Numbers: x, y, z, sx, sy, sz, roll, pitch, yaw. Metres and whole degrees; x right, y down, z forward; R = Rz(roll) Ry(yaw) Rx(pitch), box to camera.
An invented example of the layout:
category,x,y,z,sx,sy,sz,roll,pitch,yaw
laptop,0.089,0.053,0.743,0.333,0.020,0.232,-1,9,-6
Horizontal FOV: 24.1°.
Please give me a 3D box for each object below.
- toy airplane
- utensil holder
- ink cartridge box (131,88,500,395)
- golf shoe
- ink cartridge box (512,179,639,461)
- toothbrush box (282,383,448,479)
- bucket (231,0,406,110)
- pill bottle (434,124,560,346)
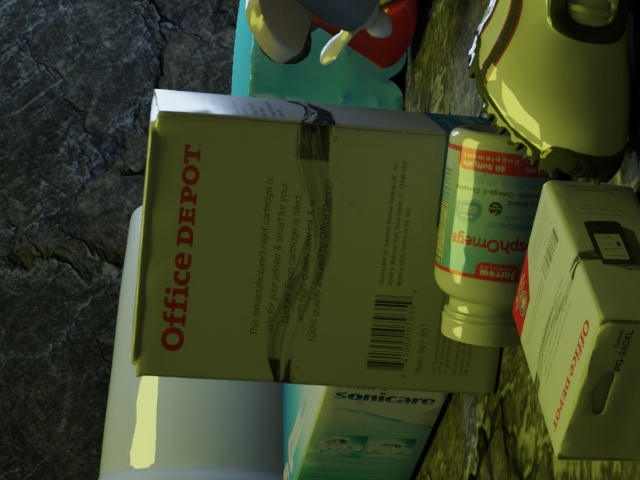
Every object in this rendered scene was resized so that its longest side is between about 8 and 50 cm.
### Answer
category,x,y,z,sx,sy,sz,roll,pitch,yaw
toy airplane,0.006,-0.372,1.549,0.384,0.273,0.386,-14,-84,-66
utensil holder,-0.109,0.166,1.916,0.327,0.328,0.385,119,157,-70
ink cartridge box,0.000,0.000,1.273,0.129,0.308,0.223,-116,31,-73
golf shoe,0.161,-0.167,0.989,0.120,0.105,0.272,119,154,-54
ink cartridge box,0.172,0.049,0.931,0.150,0.063,0.109,-99,16,-54
toothbrush box,0.039,0.130,1.565,0.295,0.126,0.216,104,168,-51
bucket,-0.010,-0.195,1.853,0.281,0.183,0.281,-176,90,-82
pill bottle,0.132,-0.004,1.138,0.087,0.087,0.160,-127,41,-77
